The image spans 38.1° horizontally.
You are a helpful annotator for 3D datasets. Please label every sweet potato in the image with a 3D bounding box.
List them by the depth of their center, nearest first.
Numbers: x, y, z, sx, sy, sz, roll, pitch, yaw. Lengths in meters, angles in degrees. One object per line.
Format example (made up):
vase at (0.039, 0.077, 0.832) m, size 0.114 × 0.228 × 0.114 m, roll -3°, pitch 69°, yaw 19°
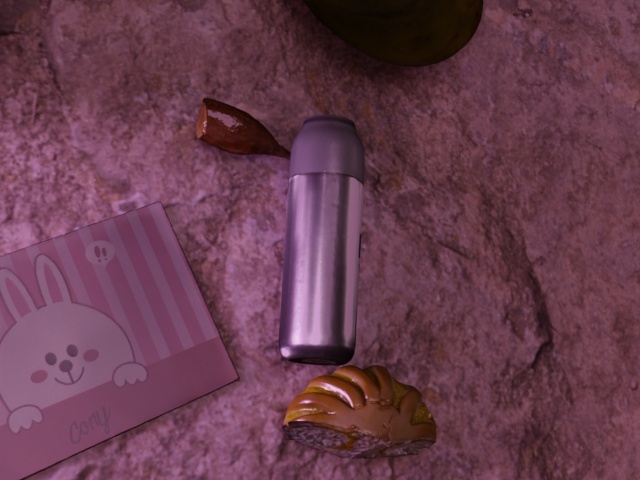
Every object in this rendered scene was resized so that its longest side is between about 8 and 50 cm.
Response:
sweet potato at (-0.078, -0.109, 0.976) m, size 0.117 × 0.049 × 0.049 m, roll 24°, pitch 65°, yaw -19°

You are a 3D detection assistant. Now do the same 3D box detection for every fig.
fig at (0.071, -0.301, 1.043) m, size 0.225 × 0.203 × 0.203 m, roll 11°, pitch 62°, yaw 24°

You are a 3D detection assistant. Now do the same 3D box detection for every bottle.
bottle at (0.000, 0.000, 0.952) m, size 0.080 × 0.096 × 0.253 m, roll 9°, pitch 75°, yaw -21°

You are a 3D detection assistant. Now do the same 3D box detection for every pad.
pad at (-0.243, 0.097, 0.859) m, size 0.300 × 0.005 × 0.202 m, roll -21°, pitch 82°, yaw -27°

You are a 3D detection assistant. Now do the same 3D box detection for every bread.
bread at (0.048, 0.169, 0.924) m, size 0.157 × 0.083 × 0.094 m, roll 25°, pitch 53°, yaw -13°
